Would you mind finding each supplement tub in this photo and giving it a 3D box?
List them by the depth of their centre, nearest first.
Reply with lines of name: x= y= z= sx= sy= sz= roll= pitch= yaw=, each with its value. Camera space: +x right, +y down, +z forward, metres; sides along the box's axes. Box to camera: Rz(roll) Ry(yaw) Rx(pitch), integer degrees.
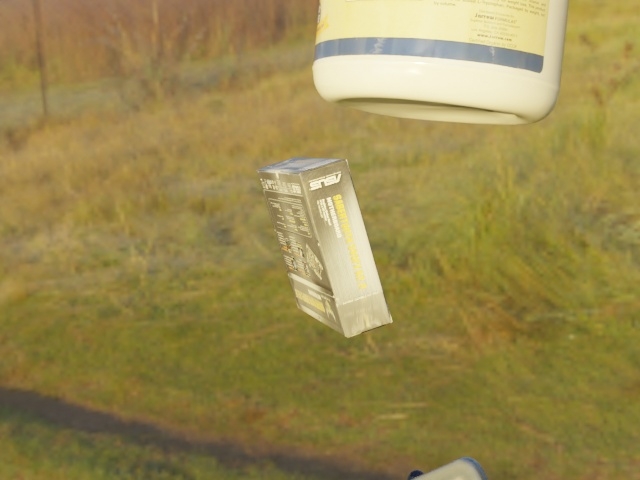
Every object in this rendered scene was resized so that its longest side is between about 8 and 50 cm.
supplement tub: x=0.118 y=-0.274 z=1.053 sx=0.228 sy=0.316 sz=0.228 roll=6 pitch=1 yaw=0

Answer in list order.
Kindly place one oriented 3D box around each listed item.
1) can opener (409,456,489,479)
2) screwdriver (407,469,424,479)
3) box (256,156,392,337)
can opener: x=0.012 y=0.259 z=0.916 sx=0.280 sy=0.093 sz=0.074 roll=-30 pitch=-12 yaw=6
screwdriver: x=0.103 y=0.284 z=1.281 sx=0.025 sy=0.170 sz=0.024 roll=-40 pitch=69 yaw=-18
box: x=0.000 y=0.000 z=1.303 sx=0.056 sy=0.183 sz=0.231 roll=-19 pitch=8 yaw=-12
